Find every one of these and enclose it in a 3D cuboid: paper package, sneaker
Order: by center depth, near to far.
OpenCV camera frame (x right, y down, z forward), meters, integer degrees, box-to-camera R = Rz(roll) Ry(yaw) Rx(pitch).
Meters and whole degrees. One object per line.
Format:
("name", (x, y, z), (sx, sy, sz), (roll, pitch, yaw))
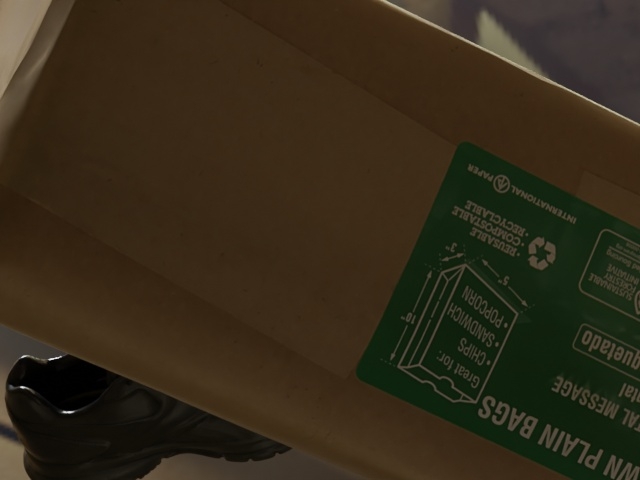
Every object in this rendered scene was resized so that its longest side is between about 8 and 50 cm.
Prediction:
("paper package", (0.000, 0.000, 0.758), (0.324, 0.309, 0.168), (25, -93, -15))
("sneaker", (-0.105, 0.107, 1.347), (0.130, 0.286, 0.109), (71, 179, -45))
